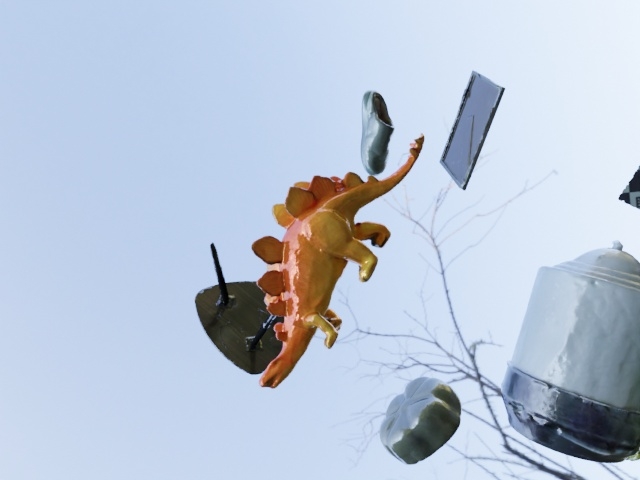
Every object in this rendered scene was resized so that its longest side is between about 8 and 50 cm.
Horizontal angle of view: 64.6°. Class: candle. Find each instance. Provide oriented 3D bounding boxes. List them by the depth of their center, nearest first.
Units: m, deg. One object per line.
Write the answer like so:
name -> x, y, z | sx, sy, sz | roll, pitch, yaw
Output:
candle -> 0.432, 0.155, 0.812 | 0.221, 0.221, 0.342 | 13, -88, -37

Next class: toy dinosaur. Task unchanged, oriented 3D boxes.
toy dinosaur -> 0.000, 0.000, 0.480 | 0.117, 0.070, 0.288 | 26, -98, 5

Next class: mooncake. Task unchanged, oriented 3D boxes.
mooncake -> 0.286, 0.517, 1.473 | 0.135, 0.275, 0.275 | 43, -119, 0

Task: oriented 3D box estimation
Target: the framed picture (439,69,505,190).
framed picture -> 0.400, -0.301, 1.371 | 0.019, 0.209, 0.281 | 8, -60, -11

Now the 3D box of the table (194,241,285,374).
table -> -0.157, 0.134, 1.373 | 0.317, 0.249, 0.317 | 10, -135, -10

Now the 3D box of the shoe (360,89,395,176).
shoe -> 0.175, -0.315, 1.473 | 0.103, 0.100, 0.251 | -10, -83, -45

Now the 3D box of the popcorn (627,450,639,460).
popcorn -> 0.831, 0.542, 1.380 | 0.106, 0.116, 0.120 | -42, -36, -15

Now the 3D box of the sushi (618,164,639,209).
sushi -> 0.797, -0.128, 1.052 | 0.219, 0.231, 0.047 | -62, -16, 11
